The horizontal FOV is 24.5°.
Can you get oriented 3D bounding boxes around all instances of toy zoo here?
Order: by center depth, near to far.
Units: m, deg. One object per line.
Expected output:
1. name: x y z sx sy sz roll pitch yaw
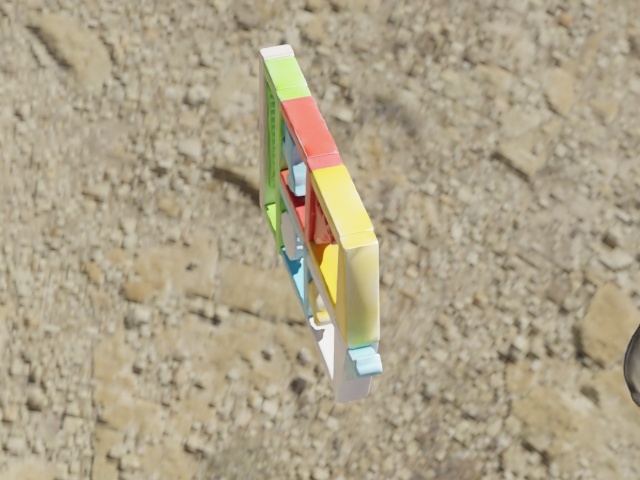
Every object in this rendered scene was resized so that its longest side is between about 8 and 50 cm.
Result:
1. toy zoo: 0.000 0.000 1.235 0.030 0.192 0.293 -12 47 -13

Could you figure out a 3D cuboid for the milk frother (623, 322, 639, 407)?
1. milk frother: 0.216 0.093 0.601 0.129 0.143 0.134 -27 39 5
